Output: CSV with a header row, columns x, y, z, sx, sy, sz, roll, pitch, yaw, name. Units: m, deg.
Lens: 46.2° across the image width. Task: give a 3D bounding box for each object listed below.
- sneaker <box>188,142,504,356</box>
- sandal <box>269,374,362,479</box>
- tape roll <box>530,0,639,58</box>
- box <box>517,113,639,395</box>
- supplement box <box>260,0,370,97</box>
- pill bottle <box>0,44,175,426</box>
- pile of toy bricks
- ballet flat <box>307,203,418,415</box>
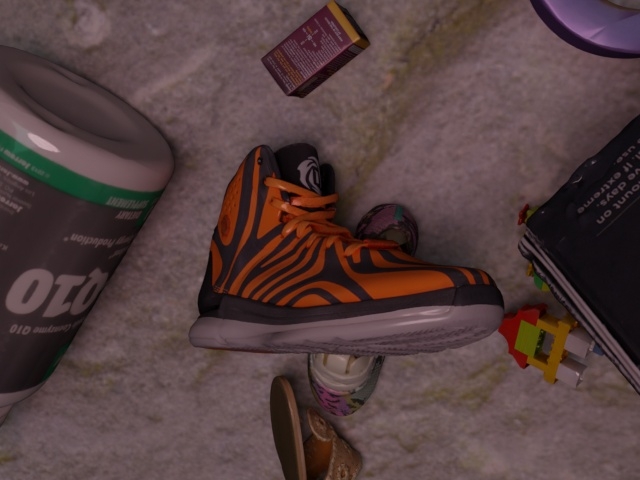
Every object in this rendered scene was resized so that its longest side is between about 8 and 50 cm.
x,y,z,sx,sy,sz,roll,pitch,yaw,name
0.000,0.000,0.609,0.321,0.124,0.180,-7,75,44,sneaker
0.003,0.234,0.749,0.079,0.088,0.240,-9,108,-18,sandal
0.254,-0.241,0.589,0.189,0.080,0.189,2,100,12,tape roll
0.418,0.133,0.348,0.480,0.472,0.297,37,108,-22,box
-0.003,-0.169,0.672,0.083,0.055,0.043,-36,90,15,supplement box
-0.308,0.023,0.696,0.204,0.204,0.361,36,106,4,pill bottle
0.214,0.005,0.645,0.105,0.118,0.212,27,125,35,pile of toy bricks
0.034,0.073,0.696,0.077,0.079,0.221,20,104,5,ballet flat
